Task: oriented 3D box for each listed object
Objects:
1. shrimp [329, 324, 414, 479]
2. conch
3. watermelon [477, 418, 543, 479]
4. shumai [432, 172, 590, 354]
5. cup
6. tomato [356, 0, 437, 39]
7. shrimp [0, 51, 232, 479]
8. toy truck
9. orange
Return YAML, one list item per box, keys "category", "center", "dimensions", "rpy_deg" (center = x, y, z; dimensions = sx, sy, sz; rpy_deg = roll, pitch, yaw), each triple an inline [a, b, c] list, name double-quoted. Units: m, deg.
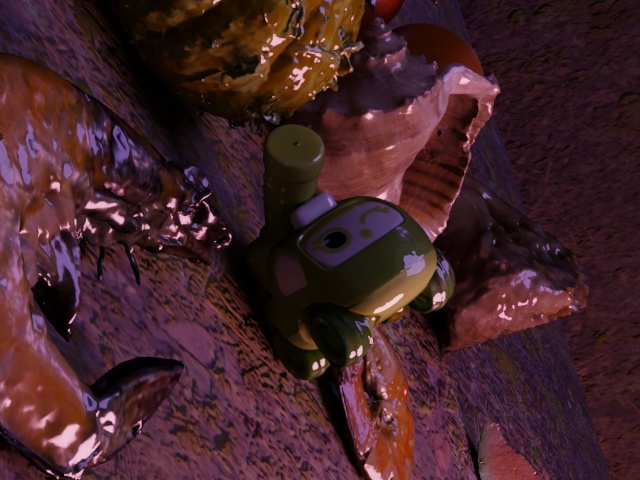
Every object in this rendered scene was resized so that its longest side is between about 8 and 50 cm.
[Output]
- category: "shrimp"
  center: [0.035, 0.128, 1.615]
  dimensions: [0.294, 0.062, 0.154]
  rpy_deg: [68, 20, -10]
- category: "conch"
  center: [0.072, -0.116, 1.802]
  dimensions: [0.186, 0.263, 0.324]
  rpy_deg: [57, -29, 33]
- category: "watermelon"
  center: [0.248, 0.318, 2.123]
  dimensions: [0.155, 0.080, 0.101]
  rpy_deg: [55, 2, 11]
- category: "shumai"
  center: [0.226, -0.006, 2.190]
  dimensions: [0.283, 0.217, 0.346]
  rpy_deg: [71, 17, 6]
- category: "cup"
  center: [0.102, -0.206, 2.145]
  dimensions: [0.226, 0.182, 0.264]
  rpy_deg: [34, 16, 3]
- category: "tomato"
  center: [-0.002, -0.342, 1.765]
  dimensions: [0.256, 0.224, 0.256]
  rpy_deg: [-10, 105, -43]
- category: "shrimp"
  center: [-0.146, 0.016, 1.062]
  dimensions: [0.445, 0.085, 0.272]
  rpy_deg: [8, 67, -71]
- category: "toy truck"
  center: [0.003, 0.017, 1.452]
  dimensions: [0.210, 0.148, 0.187]
  rpy_deg: [50, -28, 12]
- category: "orange"
  center: [-0.076, -0.255, 1.428]
  dimensions: [0.300, 0.223, 0.301]
  rpy_deg: [62, 16, -7]
